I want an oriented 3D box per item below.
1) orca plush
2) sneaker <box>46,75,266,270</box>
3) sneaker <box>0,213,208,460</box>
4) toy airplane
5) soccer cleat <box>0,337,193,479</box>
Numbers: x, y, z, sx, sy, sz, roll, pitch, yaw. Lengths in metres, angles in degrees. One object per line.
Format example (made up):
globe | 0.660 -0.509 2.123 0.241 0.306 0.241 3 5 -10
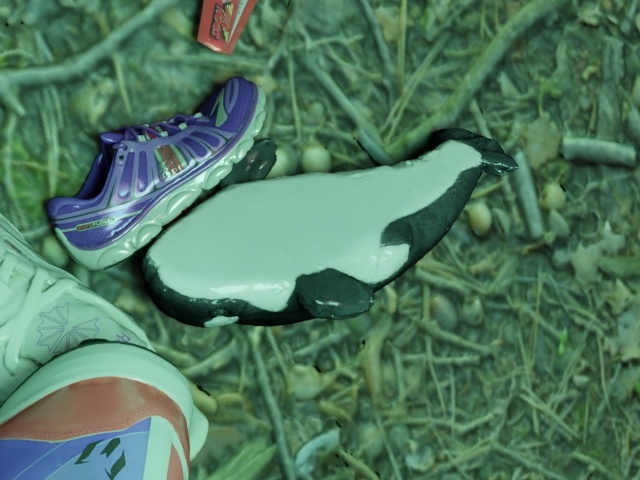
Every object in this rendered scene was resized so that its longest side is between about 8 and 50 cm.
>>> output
orca plush | 0.000 0.000 0.919 0.151 0.102 0.287 39 52 18
sneaker | -0.103 -0.055 0.840 0.170 0.068 0.071 -44 109 -22
sneaker | -0.179 0.030 0.741 0.305 0.152 0.114 47 58 -28
toy airplane | -0.073 -0.201 0.870 0.151 0.028 0.151 -1 92 -33
soccer cleat | -0.185 0.184 0.687 0.108 0.116 0.318 35 116 -27
